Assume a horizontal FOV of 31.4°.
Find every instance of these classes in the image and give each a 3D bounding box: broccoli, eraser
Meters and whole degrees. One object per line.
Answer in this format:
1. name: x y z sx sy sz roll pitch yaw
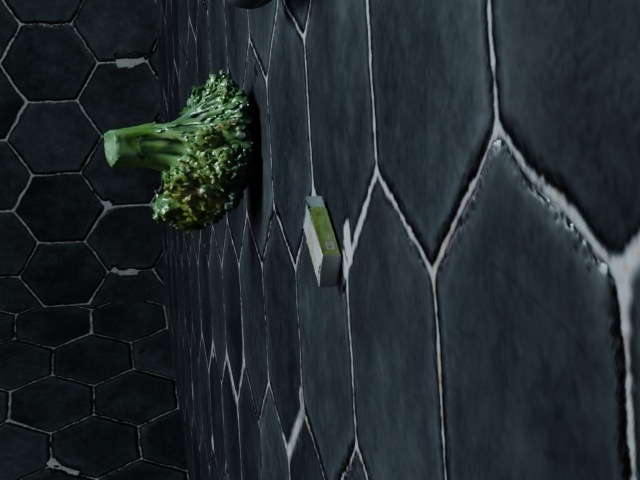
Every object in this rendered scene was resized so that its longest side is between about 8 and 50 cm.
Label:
1. broccoli: -0.179 -0.113 1.448 0.194 0.194 0.219 -115 30 -63
2. eraser: 0.000 0.000 0.988 0.083 0.019 0.038 -105 14 -48

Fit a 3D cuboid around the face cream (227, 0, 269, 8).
1. face cream: -0.048 -0.263 1.026 0.283 0.073 0.073 -161 68 -78
